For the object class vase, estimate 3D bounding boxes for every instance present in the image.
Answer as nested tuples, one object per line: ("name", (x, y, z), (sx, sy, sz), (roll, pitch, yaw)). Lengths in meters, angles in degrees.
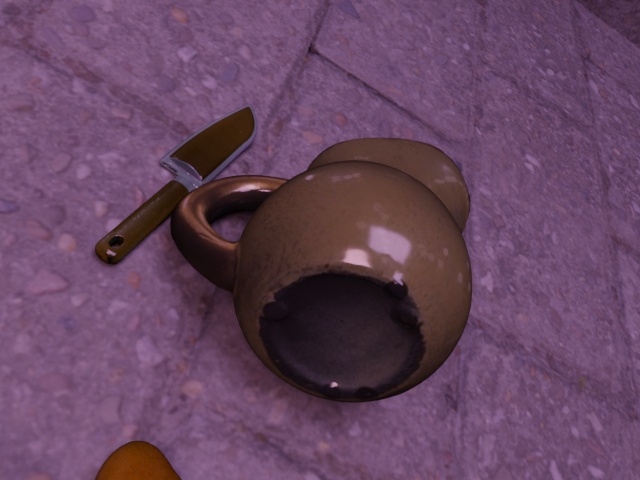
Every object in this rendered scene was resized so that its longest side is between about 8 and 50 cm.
("vase", (0.000, 0.000, 0.733), (0.329, 0.240, 0.302), (14, 33, 3))

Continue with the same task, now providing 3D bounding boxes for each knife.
("knife", (-0.159, -0.086, 0.798), (0.061, 0.027, 0.343), (38, 43, 0))

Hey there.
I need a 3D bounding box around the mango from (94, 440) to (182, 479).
("mango", (-0.124, 0.242, 0.528), (0.102, 0.085, 0.184), (-14, 61, -42))
